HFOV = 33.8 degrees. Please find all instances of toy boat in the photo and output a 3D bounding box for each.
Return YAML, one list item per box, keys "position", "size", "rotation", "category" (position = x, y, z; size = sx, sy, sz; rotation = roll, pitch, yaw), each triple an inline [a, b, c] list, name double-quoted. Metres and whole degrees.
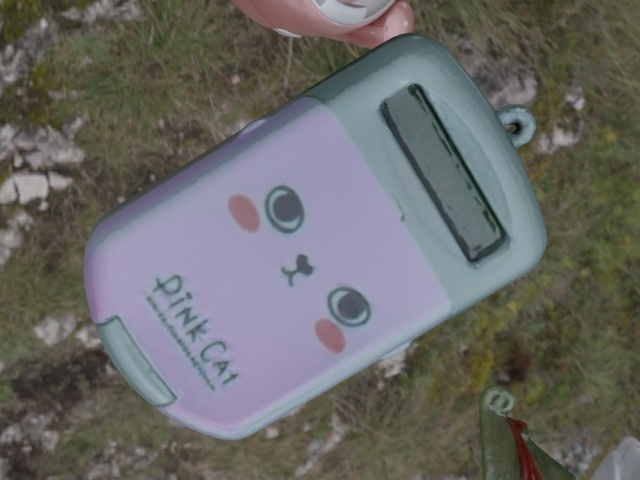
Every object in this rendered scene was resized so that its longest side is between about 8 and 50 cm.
- position: [0.119, 0.190, 0.678]
  size: [0.089, 0.071, 0.185]
  rotation: [23, 80, -66]
  category: "toy boat"

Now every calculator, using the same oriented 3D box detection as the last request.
- position: [0.000, 0.000, 0.532]
  size: [0.246, 0.045, 0.141]
  rotation: [-30, 104, 5]
  category: "calculator"

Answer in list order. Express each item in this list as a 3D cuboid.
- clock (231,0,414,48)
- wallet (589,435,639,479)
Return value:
- position: [-0.015, -0.275, 0.823]
  size: [0.241, 0.142, 0.227]
  rotation: [-4, 109, -59]
  category: "clock"
- position: [0.270, 0.284, 0.997]
  size: [0.031, 0.124, 0.183]
  rotation: [16, 115, -17]
  category: "wallet"
